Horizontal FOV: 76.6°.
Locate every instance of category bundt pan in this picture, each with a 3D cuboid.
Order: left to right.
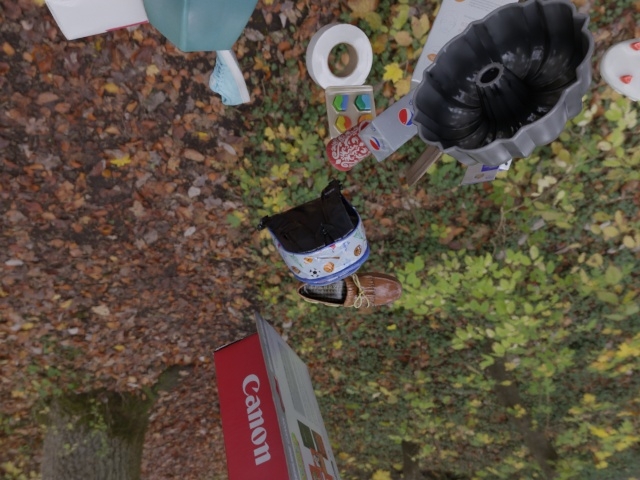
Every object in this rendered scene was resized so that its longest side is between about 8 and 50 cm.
[{"bbox_3d":[0.351,-0.286,0.787,0.331,0.331,0.124,-35,137,28],"label":"bundt pan"}]

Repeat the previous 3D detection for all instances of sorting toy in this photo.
[{"bbox_3d":[0.121,-0.477,1.526,0.193,0.208,0.038,-7,-175,-15],"label":"sorting toy"}]

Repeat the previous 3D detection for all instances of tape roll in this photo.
[{"bbox_3d":[0.083,-0.804,1.798,0.286,0.100,0.286,-10,123,-16],"label":"tape roll"}]

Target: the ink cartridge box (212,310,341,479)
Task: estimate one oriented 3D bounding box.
[{"bbox_3d":[-0.084,0.321,0.698,0.130,0.309,0.272,-25,136,2],"label":"ink cartridge box"}]

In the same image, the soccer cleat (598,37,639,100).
[{"bbox_3d":[0.415,-0.191,0.481,0.196,0.076,0.068,7,105,-3],"label":"soccer cleat"}]

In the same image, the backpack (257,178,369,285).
[{"bbox_3d":[0.000,0.000,1.085,0.276,0.263,0.213,-29,116,-3],"label":"backpack"}]

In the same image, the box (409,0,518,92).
[{"bbox_3d":[0.456,-0.627,1.325,0.168,0.215,0.345,-18,131,-79],"label":"box"}]

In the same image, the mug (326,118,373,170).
[{"bbox_3d":[0.110,-0.311,1.250,0.113,0.150,0.169,20,161,-24],"label":"mug"}]

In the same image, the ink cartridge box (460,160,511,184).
[{"bbox_3d":[0.625,-0.301,1.499,0.045,0.208,0.206,23,178,-14],"label":"ink cartridge box"}]

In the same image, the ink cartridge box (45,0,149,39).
[{"bbox_3d":[-0.625,-0.715,1.085,0.226,0.306,0.131,-21,161,-13],"label":"ink cartridge box"}]

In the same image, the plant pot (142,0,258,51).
[{"bbox_3d":[-0.192,-0.442,0.650,0.165,0.165,0.234,-29,155,-43],"label":"plant pot"}]

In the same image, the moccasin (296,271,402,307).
[{"bbox_3d":[0.103,0.175,1.463,0.380,0.139,0.147,6,-175,6],"label":"moccasin"}]

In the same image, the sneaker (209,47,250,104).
[{"bbox_3d":[-0.396,-0.674,1.681,0.150,0.135,0.366,-20,161,-4],"label":"sneaker"}]

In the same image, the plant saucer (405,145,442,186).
[{"bbox_3d":[0.339,-0.276,1.192,0.278,0.041,0.278,-51,178,-3],"label":"plant saucer"}]

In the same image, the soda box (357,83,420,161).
[{"bbox_3d":[0.239,-0.334,1.073,0.286,0.098,0.091,-41,-174,-19],"label":"soda box"}]
